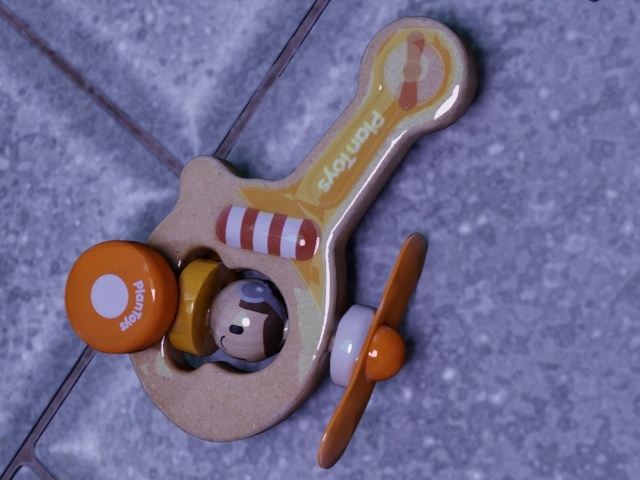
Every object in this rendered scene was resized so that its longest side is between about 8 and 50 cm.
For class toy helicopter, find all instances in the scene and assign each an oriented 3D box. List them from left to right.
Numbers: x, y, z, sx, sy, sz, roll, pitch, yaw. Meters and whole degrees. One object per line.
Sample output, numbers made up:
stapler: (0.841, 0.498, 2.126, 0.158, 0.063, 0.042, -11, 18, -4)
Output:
toy helicopter: (0.000, 0.000, 1.240, 0.235, 0.140, 0.355, 43, 104, 21)
